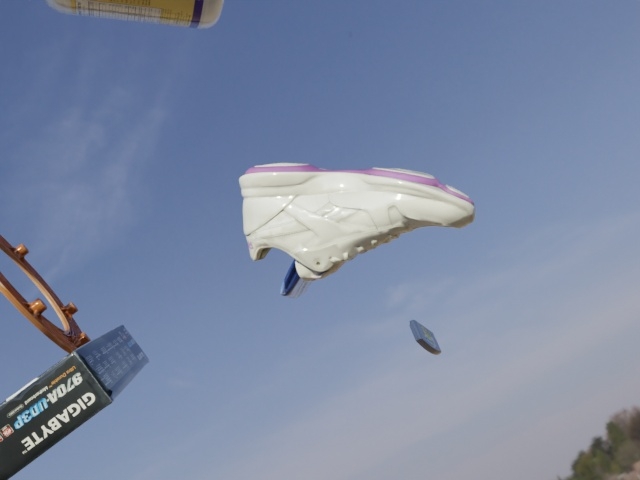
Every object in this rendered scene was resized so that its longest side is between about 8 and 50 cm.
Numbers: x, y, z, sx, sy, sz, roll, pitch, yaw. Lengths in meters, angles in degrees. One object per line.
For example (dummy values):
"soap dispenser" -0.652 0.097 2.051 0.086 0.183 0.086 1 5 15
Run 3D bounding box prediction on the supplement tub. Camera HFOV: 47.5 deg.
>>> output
"supplement tub" -0.324 -0.479 1.174 0.332 0.241 0.241 2 -37 -16

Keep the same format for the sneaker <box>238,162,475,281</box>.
"sneaker" 0.043 -0.020 0.926 0.305 0.152 0.114 4 5 19

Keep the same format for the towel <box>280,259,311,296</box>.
"towel" 0.000 0.000 1.175 0.209 0.034 0.285 -59 -4 -2

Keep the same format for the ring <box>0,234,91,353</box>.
"ring" -0.485 0.061 1.200 0.032 0.336 0.336 -40 -25 -11

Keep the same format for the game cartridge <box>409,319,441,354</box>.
"game cartridge" 0.207 0.192 1.423 0.017 0.056 0.083 -34 -44 21

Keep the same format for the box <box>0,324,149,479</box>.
"box" -0.245 0.152 0.625 0.175 0.051 0.220 -36 3 -6
